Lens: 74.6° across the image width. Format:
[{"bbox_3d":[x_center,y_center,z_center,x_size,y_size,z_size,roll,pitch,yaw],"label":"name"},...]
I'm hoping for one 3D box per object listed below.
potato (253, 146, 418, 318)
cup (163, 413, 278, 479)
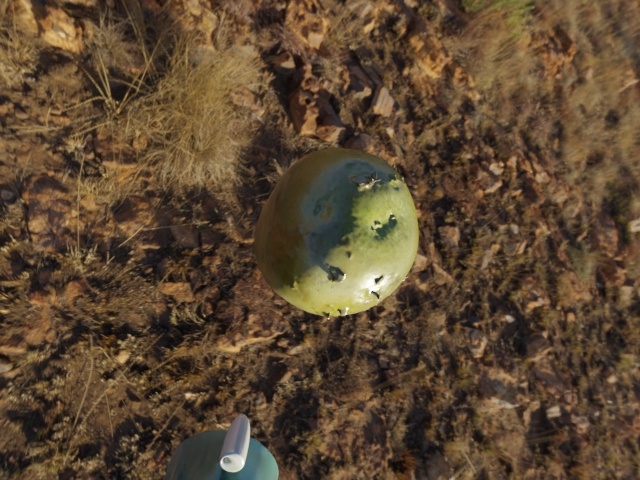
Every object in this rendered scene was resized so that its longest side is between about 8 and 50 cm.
[{"bbox_3d":[0.003,-0.017,0.708,0.219,0.359,0.270,21,82,-22],"label":"potato"},{"bbox_3d":[-0.150,0.384,0.573,0.167,0.173,0.300,17,111,-5],"label":"cup"}]
